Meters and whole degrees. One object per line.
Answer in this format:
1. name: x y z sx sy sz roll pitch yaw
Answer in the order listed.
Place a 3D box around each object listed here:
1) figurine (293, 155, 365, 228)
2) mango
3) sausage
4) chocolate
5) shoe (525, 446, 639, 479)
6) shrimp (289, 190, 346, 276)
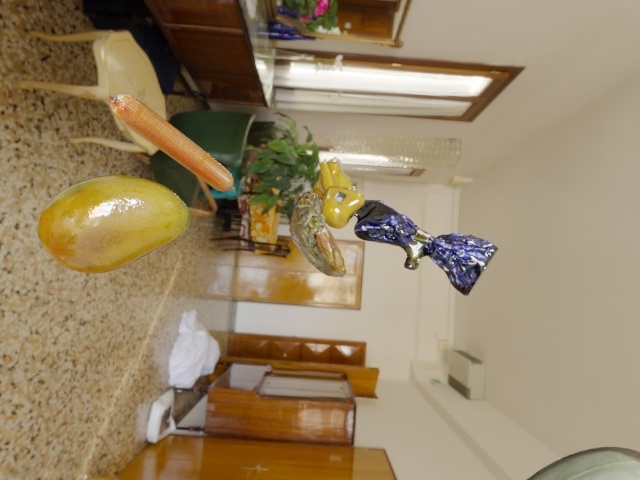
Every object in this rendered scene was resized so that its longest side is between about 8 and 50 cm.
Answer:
1. figurine: 0.010 -0.069 0.731 0.121 0.122 0.176 61 6 -24
2. mango: -0.244 -0.024 0.490 0.111 0.163 0.089 62 -1 -31
3. sausage: -0.283 -0.186 0.847 0.348 0.053 0.053 40 50 -57
4. chocolate: 0.205 -0.002 0.914 0.148 0.343 0.126 -57 165 -26
5. shoe: 0.166 0.272 0.280 0.275 0.103 0.098 -59 -169 -1
6. shrimp: 0.000 0.000 0.301 0.059 0.023 0.108 49 -13 10
